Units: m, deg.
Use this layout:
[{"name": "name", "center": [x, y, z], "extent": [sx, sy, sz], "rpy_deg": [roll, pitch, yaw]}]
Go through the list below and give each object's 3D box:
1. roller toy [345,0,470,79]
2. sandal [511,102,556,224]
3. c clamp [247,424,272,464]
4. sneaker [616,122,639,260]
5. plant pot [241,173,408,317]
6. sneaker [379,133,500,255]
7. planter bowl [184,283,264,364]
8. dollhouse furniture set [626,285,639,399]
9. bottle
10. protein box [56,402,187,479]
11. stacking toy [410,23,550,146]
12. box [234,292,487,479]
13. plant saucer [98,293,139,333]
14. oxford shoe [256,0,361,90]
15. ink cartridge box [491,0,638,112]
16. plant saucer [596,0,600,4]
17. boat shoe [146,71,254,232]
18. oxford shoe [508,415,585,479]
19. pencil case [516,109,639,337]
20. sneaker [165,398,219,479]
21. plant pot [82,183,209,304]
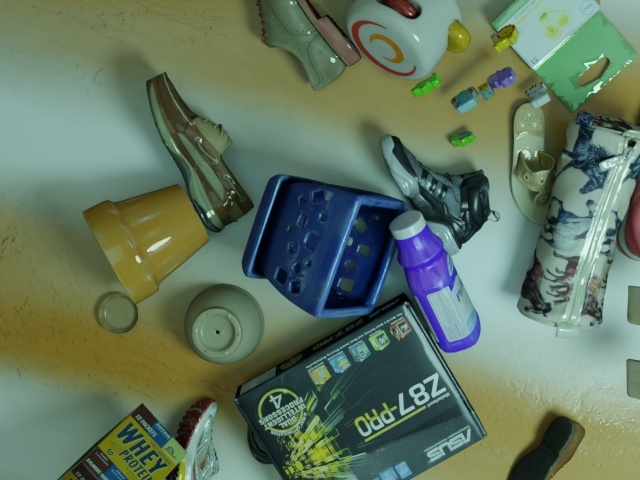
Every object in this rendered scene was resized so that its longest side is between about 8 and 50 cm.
[{"name": "roller toy", "center": [0.159, -0.407, 1.840], "extent": [0.191, 0.209, 0.146], "rpy_deg": [46, 72, -31]}, {"name": "sandal", "center": [0.410, -0.144, 1.913], "extent": [0.088, 0.079, 0.240], "rpy_deg": [-8, 95, 4]}, {"name": "c clamp", "center": [-0.083, 0.376, 2.028], "extent": [0.160, 0.022, 0.137], "rpy_deg": [-32, 98, 5]}, {"name": "sneaker", "center": [0.646, -0.109, 1.872], "extent": [0.116, 0.136, 0.314], "rpy_deg": [9, 96, 2]}, {"name": "plant pot", "center": [0.000, 0.000, 1.872], "extent": [0.212, 0.236, 0.236], "rpy_deg": [21, 97, 27]}, {"name": "sneaker", "center": [0.233, -0.115, 1.921], "extent": [0.153, 0.101, 0.269], "rpy_deg": [-33, 98, 6]}, {"name": "planter bowl", "center": [-0.197, 0.173, 1.970], "extent": [0.162, 0.109, 0.162], "rpy_deg": [0, 95, 4]}, {"name": "dollhouse furniture set", "center": [0.754, 0.086, 1.741], "extent": [0.362, 0.256, 0.394], "rpy_deg": [-4, 95, -33]}, {"name": "bottle", "center": [0.215, 0.076, 1.888], "extent": [0.092, 0.118, 0.283], "rpy_deg": [-19, 115, 18]}, {"name": "protein box", "center": [-0.403, 0.458, 1.930], "extent": [0.136, 0.200, 0.201], "rpy_deg": [48, 126, -1]}, {"name": "stacking toy", "center": [0.304, -0.285, 1.877], "extent": [0.221, 0.052, 0.167], "rpy_deg": [-29, 127, 18]}, {"name": "box", "center": [0.077, 0.336, 1.963], "extent": [0.395, 0.097, 0.318], "rpy_deg": [-29, 99, 5]}, {"name": "plant saucer", "center": [-0.408, 0.148, 2.029], "extent": [0.083, 0.015, 0.083], "rpy_deg": [0, 95, 4]}, {"name": "oxford shoe", "center": [-0.081, -0.437, 1.901], "extent": [0.130, 0.123, 0.348], "rpy_deg": [-42, 90, 12]}, {"name": "ink cartridge box", "center": [0.464, -0.382, 1.892], "extent": [0.171, 0.056, 0.235], "rpy_deg": [-42, 90, 13]}, {"name": "plant saucer", "center": [0.494, -0.458, 1.911], "extent": [0.083, 0.013, 0.083], "rpy_deg": [0, 96, 5]}, {"name": "boat shoe", "center": [-0.230, -0.180, 1.944], "extent": [0.120, 0.122, 0.324], "rpy_deg": [-24, 101, 1]}, {"name": "oxford shoe", "center": [0.450, 0.444, 1.975], "extent": [0.076, 0.076, 0.212], "rpy_deg": [23, 111, -38]}, {"name": "pencil case", "center": [0.492, -0.029, 1.859], "extent": [0.159, 0.183, 0.410], "rpy_deg": [14, 100, 3]}, {"name": "sneaker", "center": [-0.247, 0.429, 2.021], "extent": [0.092, 0.088, 0.225], "rpy_deg": [15, 92, -24]}, {"name": "plant pot", "center": [-0.327, -0.011, 1.930], "extent": [0.188, 0.205, 0.205], "rpy_deg": [-30, 93, -9]}]
